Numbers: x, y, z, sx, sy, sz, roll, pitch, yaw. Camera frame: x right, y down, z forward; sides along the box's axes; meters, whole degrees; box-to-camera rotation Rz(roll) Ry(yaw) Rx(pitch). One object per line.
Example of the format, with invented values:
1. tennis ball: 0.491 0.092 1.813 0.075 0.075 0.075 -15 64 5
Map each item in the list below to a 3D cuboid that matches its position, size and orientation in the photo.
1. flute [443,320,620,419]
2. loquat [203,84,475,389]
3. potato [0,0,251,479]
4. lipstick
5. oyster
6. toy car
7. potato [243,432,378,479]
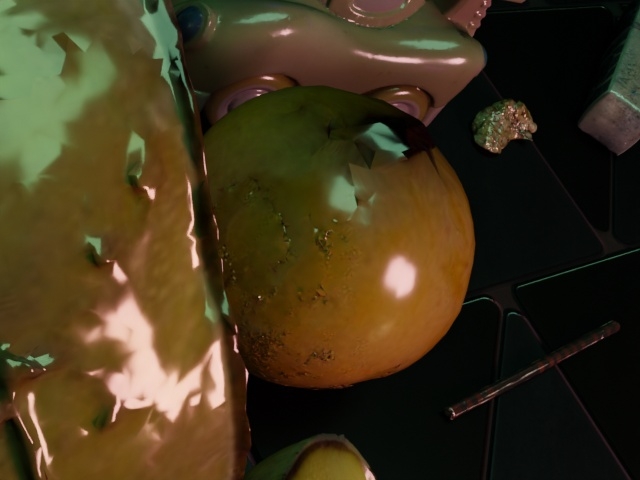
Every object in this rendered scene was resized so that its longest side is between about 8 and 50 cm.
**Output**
1. flute: 0.203 0.116 1.019 0.270 0.014 0.014 -18 67 -41
2. loquat: 0.000 0.000 0.823 0.235 0.235 0.235 18 47 -21
3. potato: -0.257 0.003 0.548 0.320 0.385 0.442 -19 56 -29
4. lipstick: 0.393 -0.217 1.370 0.076 0.077 0.289 35 44 -5
5. oyster: 0.208 -0.124 1.200 0.081 0.038 0.083 28 43 -15
6. toy car: -0.002 -0.245 1.023 0.336 0.226 0.242 2 55 -34
7. potato: -0.034 0.228 0.681 0.160 0.111 0.271 64 21 -13
